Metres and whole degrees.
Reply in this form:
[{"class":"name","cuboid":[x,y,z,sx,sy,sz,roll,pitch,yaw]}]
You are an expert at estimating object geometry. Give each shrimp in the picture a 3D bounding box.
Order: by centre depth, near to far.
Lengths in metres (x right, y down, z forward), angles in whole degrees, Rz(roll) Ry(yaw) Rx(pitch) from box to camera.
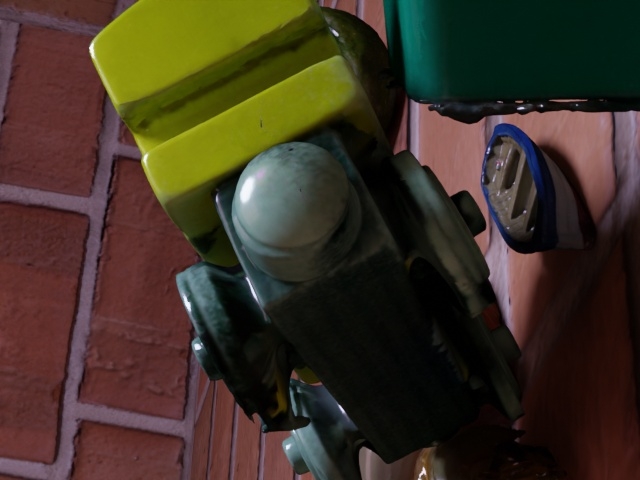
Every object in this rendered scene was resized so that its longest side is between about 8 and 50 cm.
[{"class":"shrimp","cuboid":[0.118,0.197,1.250,0.267,0.061,0.145,132,136,-63]}]

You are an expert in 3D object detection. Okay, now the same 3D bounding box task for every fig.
[{"class":"fig","cuboid":[0.021,-0.172,2.043,0.235,0.203,0.203,-3,-73,-59]}]

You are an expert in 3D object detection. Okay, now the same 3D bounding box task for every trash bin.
[{"class":"trash bin","cuboid":[0.149,-0.271,0.999,0.259,0.295,0.381,-100,9,-76]}]

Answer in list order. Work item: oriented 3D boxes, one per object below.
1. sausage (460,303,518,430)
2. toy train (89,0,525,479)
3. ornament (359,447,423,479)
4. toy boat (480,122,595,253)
[{"class":"sausage","cuboid":[0.116,0.082,1.383,0.169,0.065,0.065,-97,20,-61]},{"class":"toy train","cuboid":[0.000,0.000,1.109,0.272,0.179,0.442,63,-179,24]},{"class":"ornament","cuboid":[0.055,0.210,1.606,0.230,0.061,0.245,133,147,-70]},{"class":"toy boat","cuboid":[0.158,-0.032,1.287,0.229,0.046,0.080,-112,34,-72]}]
